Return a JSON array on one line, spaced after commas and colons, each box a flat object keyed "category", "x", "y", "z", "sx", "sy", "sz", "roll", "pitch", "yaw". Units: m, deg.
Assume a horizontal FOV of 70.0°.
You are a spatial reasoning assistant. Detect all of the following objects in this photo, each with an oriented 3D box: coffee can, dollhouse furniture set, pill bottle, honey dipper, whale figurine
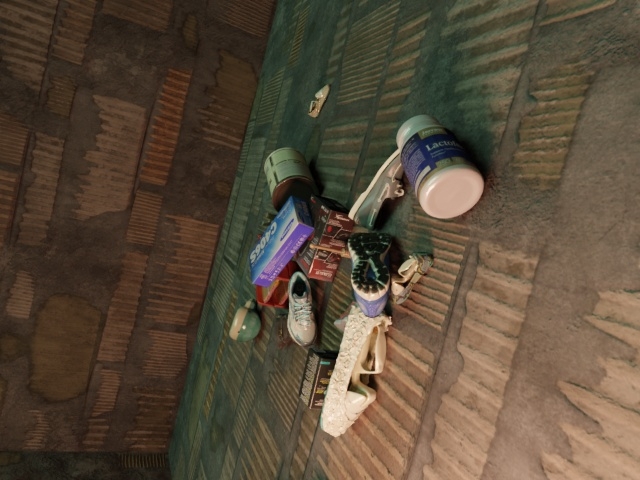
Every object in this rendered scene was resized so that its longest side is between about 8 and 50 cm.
[{"category": "coffee can", "x": -0.132, "y": -0.260, "z": 2.015, "sx": 0.201, "sy": 0.201, "sz": 0.275, "roll": -62, "pitch": 28, "yaw": 30}, {"category": "dollhouse furniture set", "x": -0.187, "y": 0.088, "z": 2.018, "sx": 0.201, "sy": 0.152, "sz": 0.374, "roll": -56, "pitch": 33, "yaw": 40}, {"category": "pill bottle", "x": 0.286, "y": -0.193, "z": 1.142, "sx": 0.153, "sy": 0.153, "sz": 0.265, "roll": -58, "pitch": 31, "yaw": 36}, {"category": "honey dipper", "x": 0.037, "y": 0.033, "z": 1.557, "sx": 0.030, "sy": 0.160, "sz": 0.030, "roll": -38, "pitch": 46, "yaw": 55}, {"category": "whale figurine", "x": -0.360, "y": 0.401, "z": 2.312, "sx": 0.272, "sy": 0.141, "sz": 0.216, "roll": -73, "pitch": 4, "yaw": -71}]

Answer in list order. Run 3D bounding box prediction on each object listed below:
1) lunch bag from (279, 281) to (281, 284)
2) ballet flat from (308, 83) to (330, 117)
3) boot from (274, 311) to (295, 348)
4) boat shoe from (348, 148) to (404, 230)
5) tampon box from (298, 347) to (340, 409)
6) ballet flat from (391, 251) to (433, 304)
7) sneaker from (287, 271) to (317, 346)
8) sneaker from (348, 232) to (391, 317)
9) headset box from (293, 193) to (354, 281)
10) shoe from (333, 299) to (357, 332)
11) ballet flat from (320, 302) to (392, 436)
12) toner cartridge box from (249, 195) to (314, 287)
[{"category": "lunch bag", "x": -0.217, "y": 0.213, "z": 2.126, "sx": 0.083, "sy": 0.071, "sz": 0.053, "roll": 18, "pitch": 96, "yaw": 65}, {"category": "ballet flat", "x": -0.009, "y": -0.650, "z": 2.121, "sx": 0.168, "sy": 0.052, "sz": 0.057, "roll": -63, "pitch": 28, "yaw": 27}, {"category": "boot", "x": -0.130, "y": 0.310, "z": 1.867, "sx": 0.229, "sy": 0.091, "sz": 0.263, "roll": -22, "pitch": 60, "yaw": 60}, {"category": "boat shoe", "x": 0.211, "y": -0.162, "z": 1.399, "sx": 0.099, "sy": 0.116, "sz": 0.319, "roll": 43, "pitch": 120, "yaw": 12}, {"category": "tampon box", "x": 0.017, "y": 0.439, "z": 1.450, "sx": 0.101, "sy": 0.120, "sz": 0.161, "roll": 17, "pitch": 94, "yaw": 65}, {"category": "ballet flat", "x": 0.228, "y": 0.098, "z": 1.233, "sx": 0.188, "sy": 0.070, "sz": 0.070, "roll": -62, "pitch": 29, "yaw": 31}, {"category": "sneaker", "x": -0.076, "y": 0.248, "z": 1.687, "sx": 0.122, "sy": 0.110, "sz": 0.283, "roll": 93, "pitch": 168, "yaw": -65}, {"category": "sneaker", "x": 0.140, "y": 0.091, "z": 1.315, "sx": 0.330, "sy": 0.130, "sz": 0.147, "roll": -76, "pitch": -15, "yaw": -55}, {"category": "headset box", "x": 0.000, "y": 0.000, "z": 1.714, "sx": 0.293, "sy": 0.110, "sz": 0.218, "roll": -70, "pitch": 26, "yaw": 15}, {"category": "shoe", "x": 0.099, "y": 0.245, "z": 1.452, "sx": 0.081, "sy": 0.063, "sz": 0.178, "roll": -51, "pitch": -3, "yaw": -20}, {"category": "ballet flat", "x": 0.105, "y": 0.376, "z": 1.293, "sx": 0.147, "sy": 0.147, "sz": 0.409, "roll": 14, "pitch": 91, "yaw": 66}, {"category": "toner cartridge box", "x": -0.160, "y": 0.009, "z": 1.769, "sx": 0.348, "sy": 0.075, "sz": 0.165, "roll": -51, "pitch": 36, "yaw": 29}]
